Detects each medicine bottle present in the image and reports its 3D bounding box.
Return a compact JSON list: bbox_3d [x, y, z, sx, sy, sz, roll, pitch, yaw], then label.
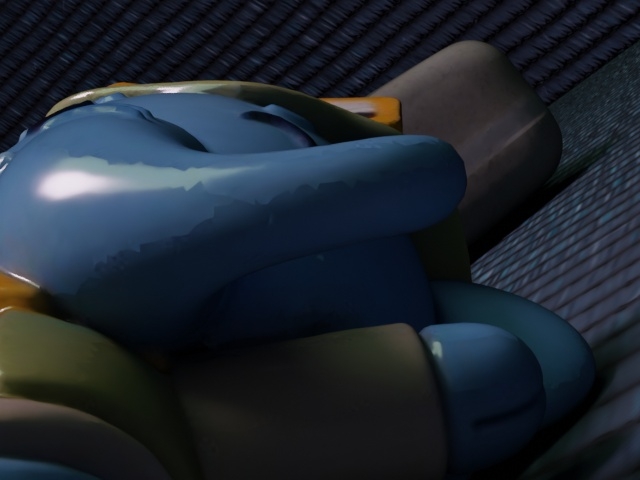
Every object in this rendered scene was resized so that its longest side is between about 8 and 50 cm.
[{"bbox_3d":[0.000,0.000,1.159,0.282,0.123,0.375,-36,-1,-19],"label":"medicine bottle"}]

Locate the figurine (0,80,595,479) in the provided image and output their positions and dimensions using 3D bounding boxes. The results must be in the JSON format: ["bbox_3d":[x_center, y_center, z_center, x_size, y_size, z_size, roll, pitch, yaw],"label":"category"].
[{"bbox_3d":[-0.033,0.042,0.401,0.180,0.154,0.262,-28,19,10],"label":"figurine"}]
